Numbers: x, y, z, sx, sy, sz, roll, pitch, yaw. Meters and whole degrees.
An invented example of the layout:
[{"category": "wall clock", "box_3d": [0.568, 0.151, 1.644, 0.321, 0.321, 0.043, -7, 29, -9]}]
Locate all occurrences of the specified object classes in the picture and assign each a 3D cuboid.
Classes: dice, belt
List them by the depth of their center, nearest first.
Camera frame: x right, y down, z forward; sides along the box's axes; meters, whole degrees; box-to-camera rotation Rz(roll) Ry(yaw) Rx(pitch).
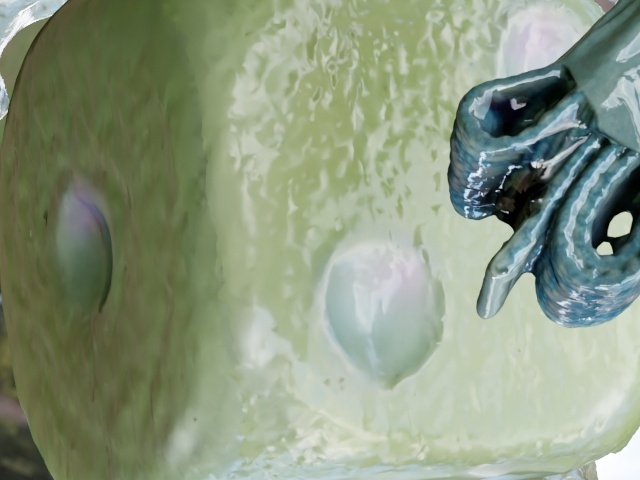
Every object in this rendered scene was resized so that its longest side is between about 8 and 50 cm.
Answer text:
[{"category": "belt", "box_3d": [0.145, -0.097, 0.694, 0.302, 0.087, 0.072, -52, 174, -14]}, {"category": "dice", "box_3d": [0.000, 0.000, 0.935, 0.252, 0.249, 0.255, -19, -104, 57]}]

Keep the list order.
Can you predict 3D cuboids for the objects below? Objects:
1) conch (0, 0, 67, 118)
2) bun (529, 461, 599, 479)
[{"category": "conch", "box_3d": [-0.254, -0.186, 1.328, 0.203, 0.169, 0.386, 102, -2, -81]}, {"category": "bun", "box_3d": [0.114, 0.245, 1.475, 0.202, 0.364, 0.364, -21, -141, 36]}]
